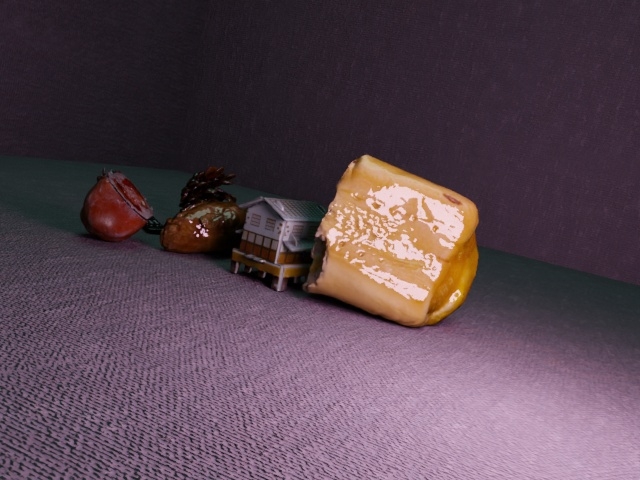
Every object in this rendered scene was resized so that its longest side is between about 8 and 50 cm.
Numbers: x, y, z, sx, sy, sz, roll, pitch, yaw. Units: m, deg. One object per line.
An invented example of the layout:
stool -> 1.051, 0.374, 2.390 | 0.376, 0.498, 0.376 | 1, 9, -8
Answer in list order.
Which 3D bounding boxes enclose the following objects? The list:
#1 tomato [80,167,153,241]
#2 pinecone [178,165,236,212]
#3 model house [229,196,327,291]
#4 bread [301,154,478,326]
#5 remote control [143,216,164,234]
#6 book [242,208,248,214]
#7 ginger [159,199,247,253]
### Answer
tomato -> -0.554, -0.079, 1.662 | 0.180, 0.155, 0.214 | 48, 1, -5
pinecone -> -0.390, -0.142, 2.196 | 0.203, 0.229, 0.201 | 14, 48, -38
model house -> -0.093, 0.001, 1.611 | 0.198, 0.215, 0.224 | 20, 11, 36
bread -> 0.186, 0.025, 1.521 | 0.394, 0.361, 0.250 | 23, -9, 1
remote control -> -0.549, -0.056, 2.001 | 0.063, 0.025, 0.245 | 7, 10, -27
book -> -0.190, -0.056, 2.249 | 0.269, 0.032, 0.389 | -20, 27, -37
ginger -> -0.307, -0.042, 1.775 | 0.165, 0.172, 0.321 | 56, 25, 19
